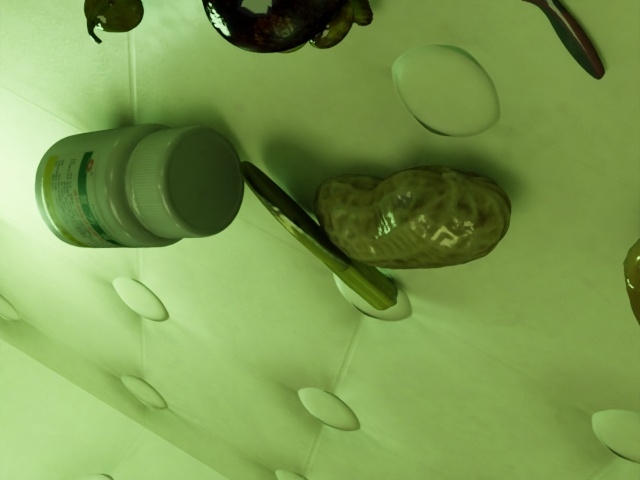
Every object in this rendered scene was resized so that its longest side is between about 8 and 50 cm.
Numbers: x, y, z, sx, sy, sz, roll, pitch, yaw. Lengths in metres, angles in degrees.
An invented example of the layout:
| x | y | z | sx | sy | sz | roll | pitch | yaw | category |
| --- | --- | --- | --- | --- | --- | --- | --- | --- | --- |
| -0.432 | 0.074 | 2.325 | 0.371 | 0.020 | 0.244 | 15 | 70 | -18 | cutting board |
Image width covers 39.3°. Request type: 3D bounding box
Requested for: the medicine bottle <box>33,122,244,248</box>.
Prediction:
| x | y | z | sx | sy | sz | roll | pitch | yaw | category |
| --- | --- | --- | --- | --- | --- | --- | --- | --- | --- |
| -0.305 | -0.090 | 1.507 | 0.340 | 0.208 | 0.208 | 0 | 132 | 42 | medicine bottle |

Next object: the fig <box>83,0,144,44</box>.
| x | y | z | sx | sy | sz | roll | pitch | yaw | category |
| --- | --- | --- | --- | --- | --- | --- | --- | --- | --- |
| -0.312 | -0.336 | 1.312 | 0.082 | 0.098 | 0.084 | -21 | 106 | 53 | fig |

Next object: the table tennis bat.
| x | y | z | sx | sy | sz | roll | pitch | yaw | category |
| --- | --- | --- | --- | --- | --- | --- | --- | --- | --- |
| 0.000 | 0.000 | 1.423 | 0.369 | 0.054 | 0.224 | 41 | -173 | -33 | table tennis bat |

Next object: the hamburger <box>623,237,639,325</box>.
| x | y | z | sx | sy | sz | roll | pitch | yaw | category |
| --- | --- | --- | --- | --- | --- | --- | --- | --- | --- |
| 0.507 | 0.064 | 1.048 | 0.283 | 0.144 | 0.259 | -9 | 124 | 39 | hamburger |

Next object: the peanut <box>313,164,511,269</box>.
| x | y | z | sx | sy | sz | roll | pitch | yaw | category |
| --- | --- | --- | --- | --- | --- | --- | --- | --- | --- |
| 0.116 | -0.035 | 1.269 | 0.325 | 0.140 | 0.153 | 6 | 142 | 39 | peanut |

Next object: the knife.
| x | y | z | sx | sy | sz | roll | pitch | yaw | category |
| --- | --- | --- | --- | --- | --- | --- | --- | --- | --- |
| 0.237 | -0.273 | 0.986 | 0.247 | 0.018 | 0.035 | 48 | 148 | -13 | knife |

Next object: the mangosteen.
| x | y | z | sx | sy | sz | roll | pitch | yaw | category |
| --- | --- | --- | --- | --- | --- | --- | --- | --- | --- |
| -0.030 | -0.298 | 1.055 | 0.217 | 0.192 | 0.192 | 25 | 154 | -30 | mangosteen |
